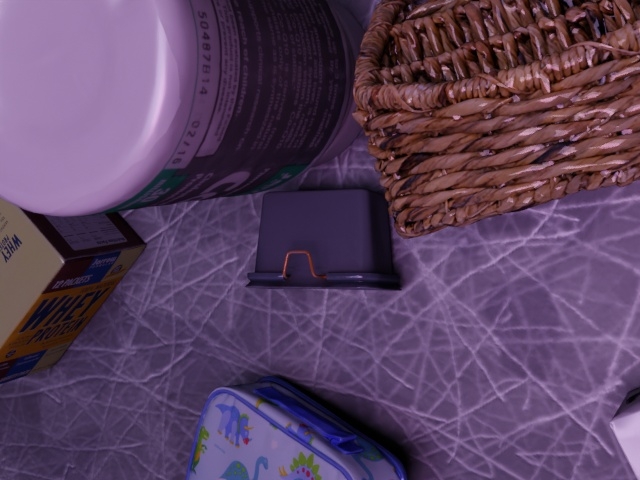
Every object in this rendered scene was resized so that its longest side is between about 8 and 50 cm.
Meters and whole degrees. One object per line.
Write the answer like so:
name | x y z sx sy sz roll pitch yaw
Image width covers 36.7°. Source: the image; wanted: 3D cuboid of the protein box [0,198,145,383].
protein box | -0.334 0.011 1.008 0.201 0.136 0.200 46 112 13

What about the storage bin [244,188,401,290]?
storage bin | 0.000 0.000 0.881 0.135 0.098 0.091 -2 86 25

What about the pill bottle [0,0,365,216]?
pill bottle | -0.098 -0.133 0.755 0.204 0.361 0.204 3 98 25

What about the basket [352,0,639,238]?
basket | 0.173 -0.142 0.711 0.299 0.213 0.222 -13 92 25

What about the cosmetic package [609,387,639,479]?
cosmetic package | 0.345 0.106 0.726 0.239 0.099 0.060 -29 85 24

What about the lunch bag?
lunch bag | -0.026 0.235 0.894 0.219 0.090 0.176 24 108 41
